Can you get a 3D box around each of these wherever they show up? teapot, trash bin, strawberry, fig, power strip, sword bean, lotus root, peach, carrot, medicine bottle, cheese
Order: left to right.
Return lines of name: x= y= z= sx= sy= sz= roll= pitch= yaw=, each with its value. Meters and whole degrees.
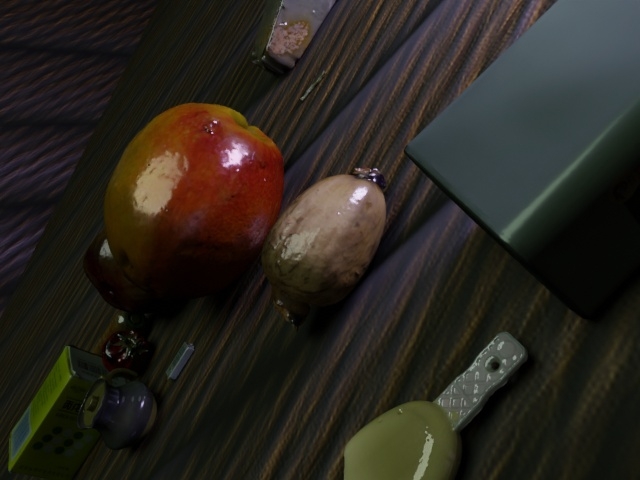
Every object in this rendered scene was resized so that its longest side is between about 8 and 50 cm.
medicine bottle: x=-0.545 y=0.372 z=1.189 sx=0.250 sy=0.137 sz=0.141 roll=-56 pitch=32 yaw=2
carrot: x=-0.505 y=0.252 z=1.300 sx=0.298 sy=0.078 sz=0.078 roll=-41 pitch=37 yaw=30
teapot: x=-0.385 y=0.311 z=1.048 sx=0.130 sy=0.119 sz=0.165 roll=-44 pitch=35 yaw=19
strawberry: x=-0.416 y=0.242 z=1.175 sx=0.106 sy=0.106 sz=0.106 roll=-32 pitch=41 yaw=33
fig: x=-0.358 y=0.009 z=1.230 sx=0.217 sy=0.217 sz=0.321 roll=-13 pitch=32 yaw=47
power strip: x=-0.271 y=0.234 z=1.058 sx=0.083 sy=0.017 sz=0.027 roll=-58 pitch=32 yaw=-3
peach: x=-0.230 y=-0.062 z=0.998 sx=0.373 sy=0.290 sz=0.372 roll=-34 pitch=41 yaw=36
sword bean: x=-0.017 y=-0.335 z=1.197 sx=0.083 sy=0.012 sz=0.012 roll=-47 pitch=35 yaw=17
lotus root: x=0.000 y=0.000 z=0.790 sx=0.154 sy=0.140 sz=0.256 roll=21 pitch=75 yaw=50
cheese: x=0.114 y=0.195 z=0.566 sx=0.255 sy=0.050 sz=0.127 roll=-51 pitch=32 yaw=8
trash bin: x=0.277 y=-0.132 z=0.522 sx=0.343 sy=0.158 sz=0.223 roll=-48 pitch=35 yaw=13

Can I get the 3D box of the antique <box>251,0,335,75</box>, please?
antique: x=-0.068 y=-0.543 z=1.339 sx=0.284 sy=0.150 sz=0.125 roll=-65 pitch=29 yaw=4
